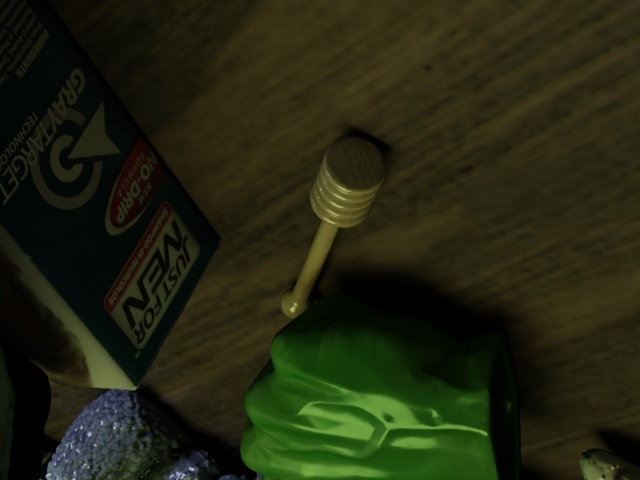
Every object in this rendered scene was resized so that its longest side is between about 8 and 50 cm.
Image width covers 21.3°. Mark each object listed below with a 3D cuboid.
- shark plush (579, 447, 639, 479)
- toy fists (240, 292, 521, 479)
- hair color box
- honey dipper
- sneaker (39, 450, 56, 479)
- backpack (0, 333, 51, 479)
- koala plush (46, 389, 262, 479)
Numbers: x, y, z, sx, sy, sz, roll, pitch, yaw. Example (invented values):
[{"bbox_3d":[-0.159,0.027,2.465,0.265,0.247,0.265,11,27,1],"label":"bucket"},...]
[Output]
[{"bbox_3d":[0.195,0.159,0.922,0.067,0.073,0.161,26,175,41],"label":"shark plush"},{"bbox_3d":[0.043,0.134,0.933,0.142,0.096,0.279,0,140,15],"label":"toy fists"},{"bbox_3d":[-0.215,-0.073,0.823,0.173,0.105,0.347,0,139,37],"label":"hair color box"},{"bbox_3d":[0.000,0.000,0.839,0.030,0.030,0.161,27,151,1],"label":"honey dipper"},{"bbox_3d":[-0.147,0.258,1.242,0.283,0.110,0.122,38,152,-14],"label":"sneaker"},{"bbox_3d":[-0.289,0.057,0.679,0.290,0.273,0.356,-4,141,3],"label":"backpack"},{"bbox_3d":[-0.097,0.250,1.080,0.196,0.221,0.203,17,147,17],"label":"koala plush"}]
